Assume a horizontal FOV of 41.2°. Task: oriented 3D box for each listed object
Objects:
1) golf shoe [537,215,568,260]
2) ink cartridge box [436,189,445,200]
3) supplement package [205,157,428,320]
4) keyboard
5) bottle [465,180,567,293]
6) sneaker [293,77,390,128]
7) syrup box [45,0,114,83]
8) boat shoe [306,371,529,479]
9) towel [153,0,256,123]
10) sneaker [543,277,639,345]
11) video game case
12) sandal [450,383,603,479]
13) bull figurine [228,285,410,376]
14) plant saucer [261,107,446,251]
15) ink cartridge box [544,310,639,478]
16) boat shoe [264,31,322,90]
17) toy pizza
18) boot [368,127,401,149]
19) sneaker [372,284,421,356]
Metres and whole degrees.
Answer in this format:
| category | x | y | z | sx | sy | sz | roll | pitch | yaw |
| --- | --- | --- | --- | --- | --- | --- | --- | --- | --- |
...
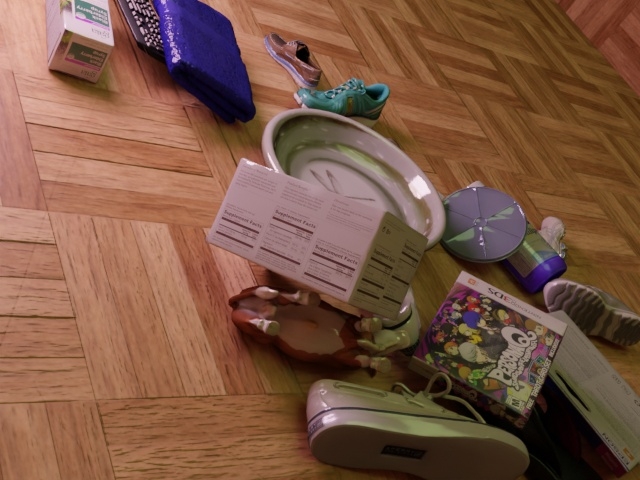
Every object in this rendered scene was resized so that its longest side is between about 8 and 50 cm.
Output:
| category | x | y | z | sx | sy | sz | roll | pitch | yaw |
| --- | --- | --- | --- | --- | --- | --- | --- | --- | --- |
| golf shoe | 0.542 | -0.011 | 2.053 | 0.086 | 0.069 | 0.176 | 24 | 35 | -10 |
| ink cartridge box | 0.189 | -0.104 | 1.845 | 0.135 | 0.056 | 0.099 | 42 | 35 | 5 |
| supplement package | 0.000 | 0.000 | 1.323 | 0.262 | 0.145 | 0.204 | 23 | -1 | 27 |
| keyboard | -0.358 | -0.481 | 1.734 | 0.317 | 0.033 | 0.201 | 64 | 17 | 19 |
| bottle | 0.425 | -0.013 | 1.919 | 0.118 | 0.092 | 0.283 | -13 | 58 | -46 |
| sneaker | 0.049 | -0.325 | 1.934 | 0.275 | 0.110 | 0.107 | -8 | 55 | -46 |
| syrup box | -0.451 | -0.408 | 1.588 | 0.093 | 0.096 | 0.237 | 14 | 39 | -31 |
| boat shoe | 0.144 | 0.275 | 1.305 | 0.367 | 0.136 | 0.156 | 12 | 37 | -18 |
| towel | -0.245 | -0.384 | 1.718 | 0.227 | 0.076 | 0.308 | 30 | 32 | -44 |
| sneaker | 0.593 | 0.151 | 1.899 | 0.281 | 0.105 | 0.115 | 26 | 19 | -26 |
| video game case | 0.288 | 0.179 | 1.449 | 0.210 | 0.042 | 0.232 | 28 | 48 | 13 |
| sandal | 0.389 | 0.330 | 1.465 | 0.446 | 0.107 | 0.167 | 48 | 35 | 15 |
| bull figurine | 0.011 | 0.142 | 1.314 | 0.310 | 0.188 | 0.101 | 16 | 79 | -17 |
| plant saucer | 0.053 | -0.095 | 1.662 | 0.400 | 0.100 | 0.400 | 22 | 36 | -17 |
| ink cartridge box | 0.491 | 0.283 | 1.607 | 0.330 | 0.071 | 0.324 | -1 | 49 | -55 |
| boat shoe | -0.058 | -0.434 | 2.004 | 0.183 | 0.066 | 0.066 | 48 | 35 | 15 |
| toy pizza | 0.347 | -0.032 | 1.852 | 0.201 | 0.032 | 0.201 | -2 | 56 | 3 |
| boot | 0.137 | -0.199 | 1.892 | 0.118 | 0.042 | 0.087 | 32 | 32 | -20 |
| sneaker | 0.132 | 0.112 | 1.527 | 0.095 | 0.090 | 0.235 | 58 | 16 | -25 |
